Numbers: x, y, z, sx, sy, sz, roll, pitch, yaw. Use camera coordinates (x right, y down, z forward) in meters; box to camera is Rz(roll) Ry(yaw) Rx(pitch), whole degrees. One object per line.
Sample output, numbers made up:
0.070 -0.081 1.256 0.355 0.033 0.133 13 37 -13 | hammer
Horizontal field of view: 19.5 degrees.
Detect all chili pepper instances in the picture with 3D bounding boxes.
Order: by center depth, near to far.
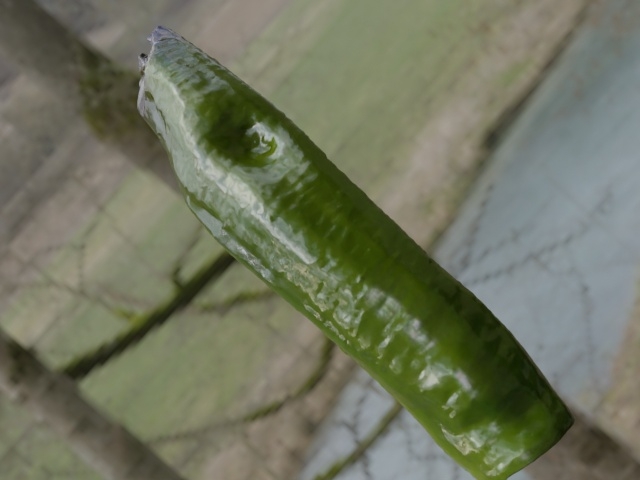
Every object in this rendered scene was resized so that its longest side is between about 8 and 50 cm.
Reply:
0.000 0.000 0.607 0.050 0.202 0.052 -27 -24 -48 | chili pepper
